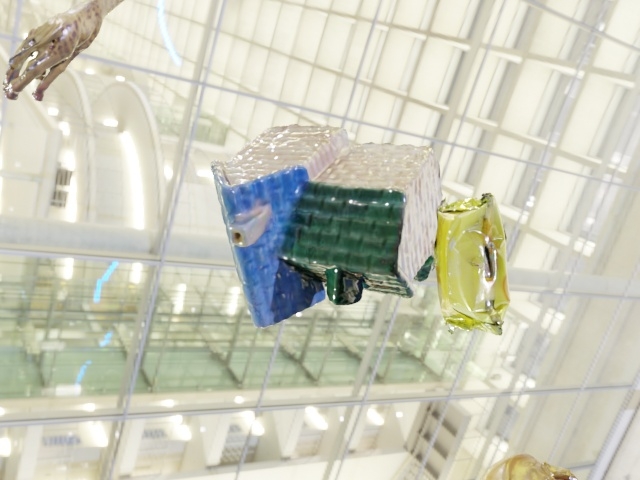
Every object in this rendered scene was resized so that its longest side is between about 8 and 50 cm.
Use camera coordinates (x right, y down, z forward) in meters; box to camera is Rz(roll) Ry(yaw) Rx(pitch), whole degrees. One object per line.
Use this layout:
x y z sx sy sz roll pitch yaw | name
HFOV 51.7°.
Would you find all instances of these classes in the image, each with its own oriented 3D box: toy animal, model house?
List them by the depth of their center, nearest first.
-0.316 -0.286 0.882 0.275 0.054 0.149 -49 -172 -7 | toy animal
0.000 0.000 1.398 0.445 0.400 0.395 6 -62 24 | model house

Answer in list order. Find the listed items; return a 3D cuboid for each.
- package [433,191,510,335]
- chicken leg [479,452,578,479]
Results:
0.230 0.038 1.023 0.168 0.090 0.226 170 -80 -74 | package
0.297 0.465 0.751 0.182 0.295 0.410 143 -42 -60 | chicken leg
